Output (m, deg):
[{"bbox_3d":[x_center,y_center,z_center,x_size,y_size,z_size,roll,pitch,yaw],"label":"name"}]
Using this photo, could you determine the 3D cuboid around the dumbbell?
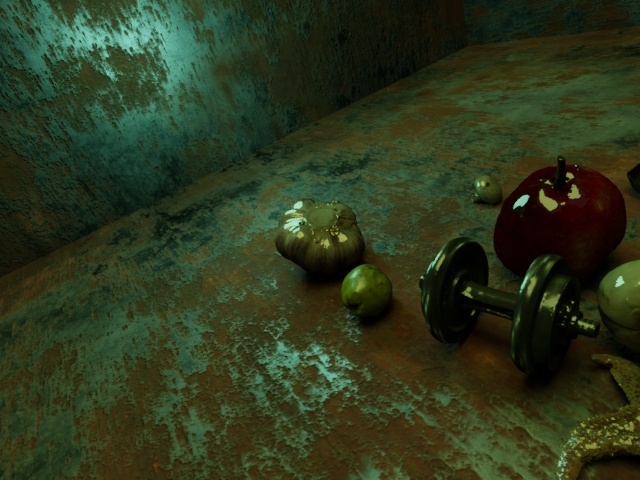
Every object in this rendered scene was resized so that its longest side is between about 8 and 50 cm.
[{"bbox_3d":[0.291,0.100,0.682,0.290,0.191,0.192,13,44,45],"label":"dumbbell"}]

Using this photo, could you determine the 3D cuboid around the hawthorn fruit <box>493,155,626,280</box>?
[{"bbox_3d":[0.450,-0.049,0.772,0.230,0.265,0.210,-29,49,-8],"label":"hawthorn fruit"}]

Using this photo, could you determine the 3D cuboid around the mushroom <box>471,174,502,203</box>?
[{"bbox_3d":[0.440,-0.129,1.111,0.079,0.085,0.085,-43,12,38],"label":"mushroom"}]

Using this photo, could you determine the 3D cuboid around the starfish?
[{"bbox_3d":[0.444,0.244,0.479,0.303,0.060,0.299,-2,31,28],"label":"starfish"}]

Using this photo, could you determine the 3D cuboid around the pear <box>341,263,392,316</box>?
[{"bbox_3d":[0.101,0.106,0.881,0.107,0.107,0.131,3,26,36],"label":"pear"}]

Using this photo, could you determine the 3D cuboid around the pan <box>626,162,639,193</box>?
[{"bbox_3d":[0.759,-0.113,0.891,0.129,0.048,0.201,-10,29,21],"label":"pan"}]

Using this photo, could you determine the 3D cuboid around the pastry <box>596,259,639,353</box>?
[{"bbox_3d":[0.493,0.094,0.602,0.157,0.156,0.092,-10,30,19],"label":"pastry"}]

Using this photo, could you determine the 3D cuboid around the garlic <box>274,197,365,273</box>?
[{"bbox_3d":[0.000,0.000,1.082,0.245,0.160,0.244,2,37,-2],"label":"garlic"}]
